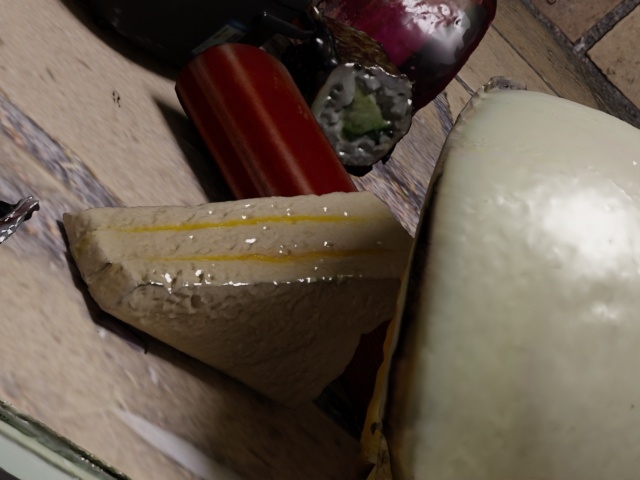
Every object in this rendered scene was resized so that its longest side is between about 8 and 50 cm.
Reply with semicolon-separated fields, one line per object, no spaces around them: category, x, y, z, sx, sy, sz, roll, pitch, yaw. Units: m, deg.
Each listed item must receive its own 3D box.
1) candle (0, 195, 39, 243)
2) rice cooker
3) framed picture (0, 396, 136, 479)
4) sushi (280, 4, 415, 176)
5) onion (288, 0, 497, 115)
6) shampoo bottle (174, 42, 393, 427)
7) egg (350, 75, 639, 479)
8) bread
candle;-0.170;-0.069;0.733;0.084;0.059;0.301;25;25;-30
rice cooker;-0.081;-0.181;1.105;0.142;0.118;0.203;56;18;26
framed picture;-0.126;0.083;0.470;0.293;0.018;0.231;37;17;-33
sushi;0.010;-0.103;1.219;0.098;0.094;0.084;22;23;-24
onion;0.071;-0.195;1.355;0.140;0.218;0.195;46;15;-4
shampoo bottle;0.000;0.000;1.007;0.102;0.064;0.260;34;23;-53
egg;0.131;0.062;0.818;0.174;0.264;0.286;9;7;20
bread;-0.033;0.006;0.836;0.152;0.105;0.077;33;16;-46
